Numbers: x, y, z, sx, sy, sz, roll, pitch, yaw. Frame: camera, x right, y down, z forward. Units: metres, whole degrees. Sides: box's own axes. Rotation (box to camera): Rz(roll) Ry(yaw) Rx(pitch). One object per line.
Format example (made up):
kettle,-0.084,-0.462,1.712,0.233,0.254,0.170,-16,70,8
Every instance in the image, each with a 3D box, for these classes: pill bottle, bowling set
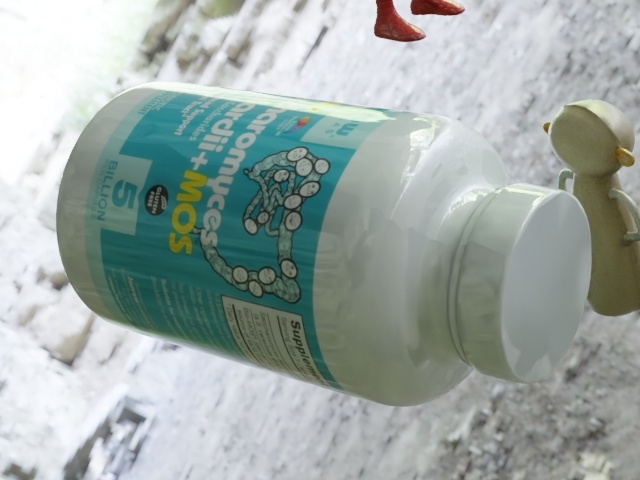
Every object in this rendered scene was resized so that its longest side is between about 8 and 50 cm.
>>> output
pill bottle,0.000,0.000,0.647,0.264,0.146,0.146,11,69,35
bowling set,0.255,-0.023,0.598,0.200,0.154,0.287,-27,30,-18

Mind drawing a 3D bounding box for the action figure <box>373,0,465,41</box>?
action figure,0.089,-0.287,0.898,0.139,0.280,0.091,10,34,36
